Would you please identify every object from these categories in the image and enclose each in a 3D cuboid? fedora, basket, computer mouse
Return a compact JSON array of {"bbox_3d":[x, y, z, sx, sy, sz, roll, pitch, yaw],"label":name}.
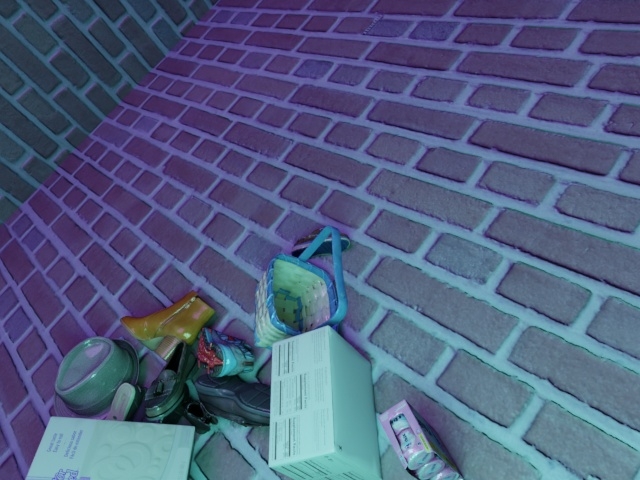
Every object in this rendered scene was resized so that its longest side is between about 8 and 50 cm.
[{"bbox_3d":[-0.653,0.379,1.544,0.243,0.124,0.275,27,61,29],"label":"fedora"},{"bbox_3d":[-0.037,0.130,1.317,0.289,0.201,0.255,-47,33,41],"label":"basket"},{"bbox_3d":[-0.441,0.484,1.423,0.188,0.072,0.272,6,59,38],"label":"computer mouse"}]

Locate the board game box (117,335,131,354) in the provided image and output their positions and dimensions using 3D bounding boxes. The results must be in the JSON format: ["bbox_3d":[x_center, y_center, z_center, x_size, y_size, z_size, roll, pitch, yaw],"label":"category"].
[{"bbox_3d":[-0.655,0.369,1.666,0.154,0.026,0.103,-33,39,-15],"label":"board game box"}]

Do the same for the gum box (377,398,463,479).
[{"bbox_3d":[0.183,0.378,0.996,0.062,0.188,0.107,-35,43,5],"label":"gum box"}]

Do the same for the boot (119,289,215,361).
[{"bbox_3d":[-0.452,0.231,1.632,0.295,0.104,0.211,20,62,40],"label":"boot"}]

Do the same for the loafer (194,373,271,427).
[{"bbox_3d":[-0.182,0.399,1.317,0.302,0.095,0.109,7,16,37],"label":"loafer"}]

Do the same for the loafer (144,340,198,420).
[{"bbox_3d":[-0.391,0.352,1.398,0.096,0.084,0.267,-14,15,9],"label":"loafer"}]

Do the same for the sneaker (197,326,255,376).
[{"bbox_3d":[-0.247,0.300,1.433,0.262,0.125,0.104,17,97,64],"label":"sneaker"}]

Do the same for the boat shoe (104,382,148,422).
[{"bbox_3d":[-0.544,0.502,1.483,0.084,0.079,0.233,25,87,33],"label":"boat shoe"}]

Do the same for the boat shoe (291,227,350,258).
[{"bbox_3d":[0.000,0.000,1.520,0.183,0.066,0.066,-11,49,27],"label":"boat shoe"}]

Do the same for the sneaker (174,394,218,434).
[{"bbox_3d":[-0.319,0.420,1.359,0.170,0.089,0.051,36,51,25],"label":"sneaker"}]

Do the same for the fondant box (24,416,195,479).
[{"bbox_3d":[-0.459,0.525,1.201,0.330,0.096,0.238,6,36,-7],"label":"fondant box"}]

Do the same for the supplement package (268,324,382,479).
[{"bbox_3d":[0.011,0.349,1.126,0.145,0.204,0.262,-21,46,22],"label":"supplement package"}]
